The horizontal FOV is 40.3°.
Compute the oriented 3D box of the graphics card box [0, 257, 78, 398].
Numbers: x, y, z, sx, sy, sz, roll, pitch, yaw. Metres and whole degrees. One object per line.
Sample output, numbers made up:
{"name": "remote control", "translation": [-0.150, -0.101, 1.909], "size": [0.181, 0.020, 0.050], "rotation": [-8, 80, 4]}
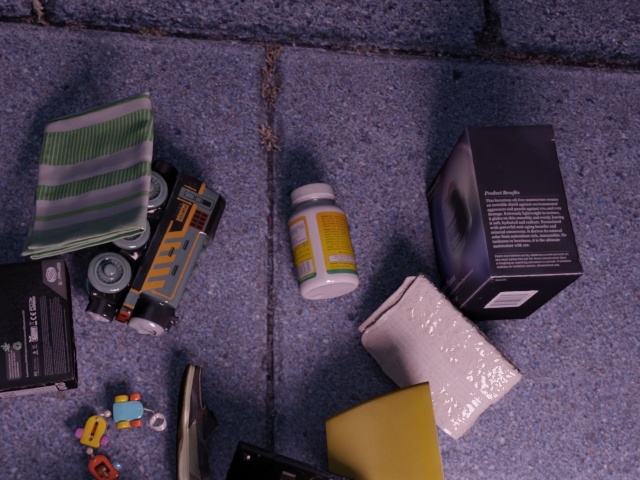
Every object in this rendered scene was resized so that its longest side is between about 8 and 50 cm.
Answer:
{"name": "graphics card box", "translation": [-0.625, 0.167, 1.532], "size": [0.371, 0.094, 0.232], "rotation": [-7, 70, -11]}

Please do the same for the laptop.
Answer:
{"name": "laptop", "translation": [-0.062, 0.468, 1.432], "size": [0.234, 0.136, 0.264], "rotation": [19, 95, -2]}

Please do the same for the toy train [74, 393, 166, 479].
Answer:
{"name": "toy train", "translation": [-0.357, 0.350, 1.535], "size": [0.125, 0.046, 0.166], "rotation": [43, 72, 7]}

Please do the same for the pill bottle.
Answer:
{"name": "pill bottle", "translation": [0.000, 0.000, 1.687], "size": [0.118, 0.117, 0.208], "rotation": [-7, 71, -12]}

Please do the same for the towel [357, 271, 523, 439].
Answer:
{"name": "towel", "translation": [0.217, 0.212, 1.628], "size": [0.282, 0.049, 0.187], "rotation": [45, 106, 9]}

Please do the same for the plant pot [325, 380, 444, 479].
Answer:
{"name": "plant pot", "translation": [0.110, 0.391, 1.500], "size": [0.187, 0.212, 0.212], "rotation": [-7, 54, 2]}

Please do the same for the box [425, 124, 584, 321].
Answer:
{"name": "box", "translation": [0.333, -0.024, 1.656], "size": [0.183, 0.296, 0.294], "rotation": [-1, 69, -9]}

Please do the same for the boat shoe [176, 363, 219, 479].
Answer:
{"name": "boat shoe", "translation": [-0.217, 0.333, 1.549], "size": [0.073, 0.080, 0.223], "rotation": [5, 74, -13]}

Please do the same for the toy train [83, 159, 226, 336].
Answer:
{"name": "toy train", "translation": [-0.309, 0.014, 1.626], "size": [0.190, 0.142, 0.334], "rotation": [24, 67, -10]}

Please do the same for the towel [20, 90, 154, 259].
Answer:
{"name": "towel", "translation": [-0.425, -0.126, 1.612], "size": [0.248, 0.038, 0.324], "rotation": [-13, 53, 14]}
